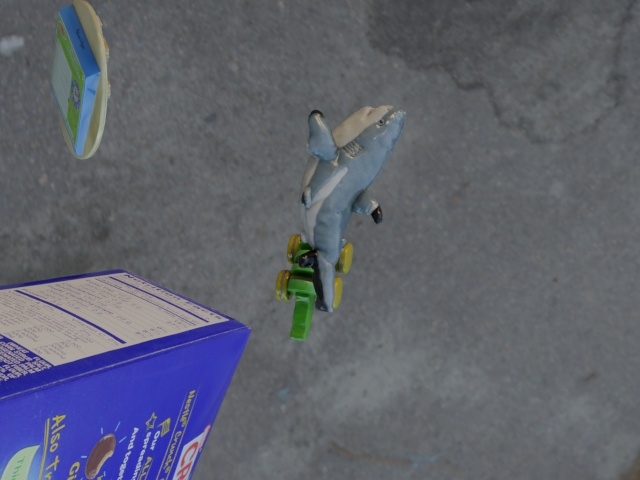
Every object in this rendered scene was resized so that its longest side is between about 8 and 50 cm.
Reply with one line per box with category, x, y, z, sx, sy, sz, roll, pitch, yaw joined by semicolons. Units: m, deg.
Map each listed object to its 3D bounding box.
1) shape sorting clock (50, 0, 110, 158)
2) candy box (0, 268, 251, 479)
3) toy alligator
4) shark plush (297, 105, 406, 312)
shape sorting clock;-0.311;-0.209;1.464;0.040;0.206;0.206;-7;125;-26
candy box;-0.198;0.165;0.659;0.317;0.122;0.268;-7;120;-67
toy alligator;0.000;0.000;1.019;0.056;0.190;0.051;9;148;14
shark plush;0.017;-0.030;0.833;0.067;0.161;0.073;9;153;13
